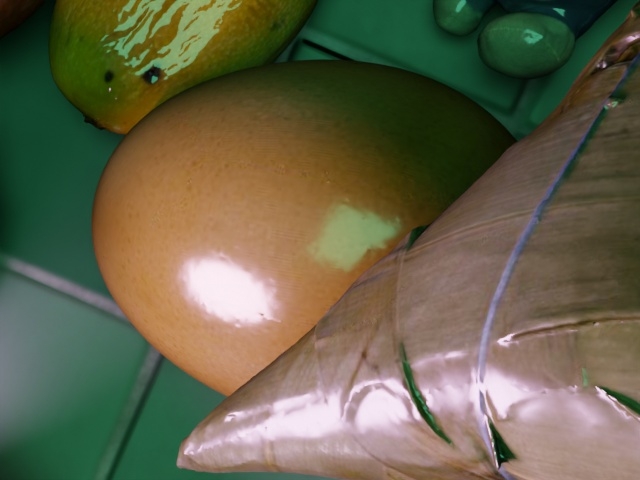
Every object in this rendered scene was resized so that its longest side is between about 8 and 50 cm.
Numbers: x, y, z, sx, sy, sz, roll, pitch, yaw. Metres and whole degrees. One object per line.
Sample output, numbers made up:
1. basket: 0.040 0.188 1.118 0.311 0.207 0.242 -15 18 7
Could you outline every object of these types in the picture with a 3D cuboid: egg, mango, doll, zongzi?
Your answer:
1. egg: 0.000 0.000 1.278 0.322 0.250 0.250 9 88 10
2. mango: -0.089 -0.188 1.360 0.157 0.109 0.262 41 87 7
3. doll: 0.130 -0.263 1.330 0.258 0.154 0.228 41 126 -8
4. zongzi: 0.125 -0.007 1.102 0.392 0.174 0.356 0 58 31

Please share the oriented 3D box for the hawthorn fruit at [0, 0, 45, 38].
1. hawthorn fruit: -0.271 -0.213 1.339 0.199 0.199 0.251 23 112 2
